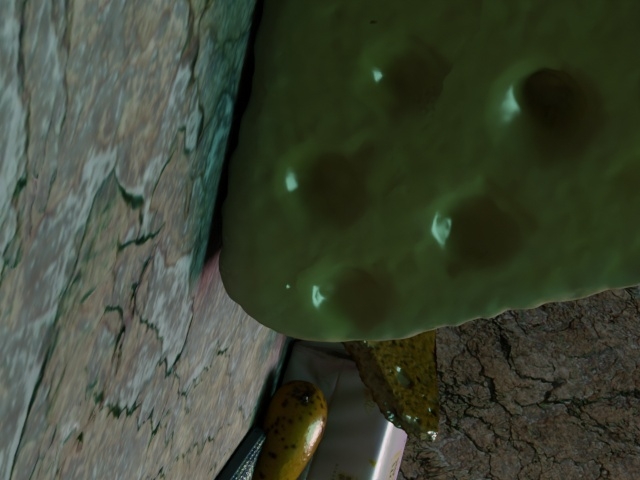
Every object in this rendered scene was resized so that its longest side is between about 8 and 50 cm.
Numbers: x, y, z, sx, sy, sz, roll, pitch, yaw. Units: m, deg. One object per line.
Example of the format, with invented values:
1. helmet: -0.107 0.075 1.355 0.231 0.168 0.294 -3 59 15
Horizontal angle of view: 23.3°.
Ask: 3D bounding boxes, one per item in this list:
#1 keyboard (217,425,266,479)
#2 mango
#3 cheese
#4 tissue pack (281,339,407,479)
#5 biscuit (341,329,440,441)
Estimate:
1. keyboard: -0.079 0.211 1.299 0.176 0.014 0.055 -48 157 -71
2. mango: -0.032 0.179 1.403 0.114 0.057 0.079 -63 -167 17
3. cheese: 0.081 -0.075 0.954 0.104 0.384 0.384 -73 177 -65
4. tissue pack: 0.012 0.215 1.527 0.185 0.124 0.225 -2 108 -78
5. biscuit: 0.054 0.080 1.424 0.026 0.131 0.237 -45 -159 27
